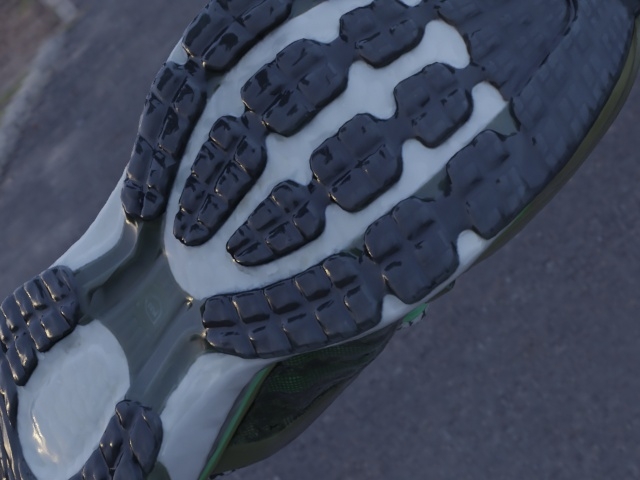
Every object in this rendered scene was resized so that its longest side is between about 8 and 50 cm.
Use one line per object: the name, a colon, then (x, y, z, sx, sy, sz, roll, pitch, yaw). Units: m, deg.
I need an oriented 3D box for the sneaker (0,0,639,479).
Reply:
sneaker: (0.000, 0.000, 0.645, 0.182, 0.158, 0.410, -9, -24, -48)
